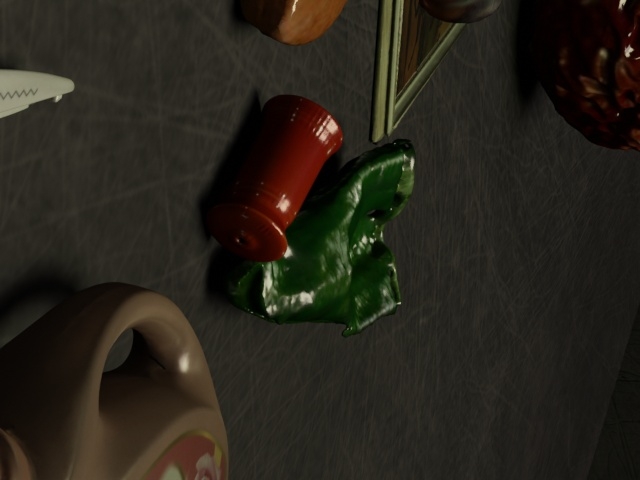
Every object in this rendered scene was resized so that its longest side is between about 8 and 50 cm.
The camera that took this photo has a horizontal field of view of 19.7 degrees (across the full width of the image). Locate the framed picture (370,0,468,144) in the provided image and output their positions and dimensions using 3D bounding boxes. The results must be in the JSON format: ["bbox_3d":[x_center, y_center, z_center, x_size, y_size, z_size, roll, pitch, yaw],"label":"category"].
[{"bbox_3d":[0.080,-0.213,1.193,0.197,0.014,0.252,-55,154,-50],"label":"framed picture"}]

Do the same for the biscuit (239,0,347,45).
[{"bbox_3d":[0.025,-0.252,0.911,0.284,0.043,0.306,-61,157,-29],"label":"biscuit"}]

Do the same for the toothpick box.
[{"bbox_3d":[-0.025,-0.031,0.955,0.047,0.047,0.083,82,29,-53],"label":"toothpick box"}]

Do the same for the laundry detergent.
[{"bbox_3d":[-0.105,0.090,0.757,0.237,0.076,0.171,66,40,-61],"label":"laundry detergent"}]

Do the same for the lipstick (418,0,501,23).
[{"bbox_3d":[0.056,-0.279,0.813,0.077,0.077,0.418,-59,153,-43],"label":"lipstick"}]

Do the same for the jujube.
[{"bbox_3d":[0.283,-0.178,1.544,0.232,0.213,0.213,69,39,-64],"label":"jujube"}]

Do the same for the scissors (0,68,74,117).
[{"bbox_3d":[-0.134,-0.046,0.628,0.176,0.022,0.085,-19,119,-67],"label":"scissors"}]

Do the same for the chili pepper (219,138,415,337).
[{"bbox_3d":[0.003,0.000,1.055,0.216,0.062,0.108,-27,123,-68],"label":"chili pepper"}]
